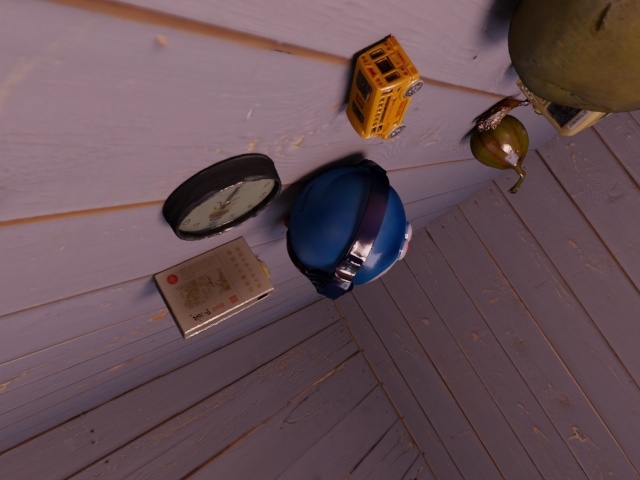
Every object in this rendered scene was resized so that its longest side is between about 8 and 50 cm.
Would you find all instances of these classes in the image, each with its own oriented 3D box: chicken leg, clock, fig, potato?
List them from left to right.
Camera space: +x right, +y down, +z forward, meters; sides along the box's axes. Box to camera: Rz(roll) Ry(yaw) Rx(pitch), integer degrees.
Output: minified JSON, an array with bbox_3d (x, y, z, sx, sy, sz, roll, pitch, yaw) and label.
[{"bbox_3d":[-0.142,-0.059,0.690,0.184,0.040,0.184,-30,170,-6],"label":"clock"},{"bbox_3d":[0.484,-0.242,1.218,0.142,0.186,0.148,0,143,-39],"label":"fig"},{"bbox_3d":[0.452,-0.318,1.137,0.145,0.037,0.062,-35,134,11],"label":"chicken leg"},{"bbox_3d":[0.381,-0.284,0.563,0.221,0.243,0.326,-54,178,-8],"label":"potato"}]

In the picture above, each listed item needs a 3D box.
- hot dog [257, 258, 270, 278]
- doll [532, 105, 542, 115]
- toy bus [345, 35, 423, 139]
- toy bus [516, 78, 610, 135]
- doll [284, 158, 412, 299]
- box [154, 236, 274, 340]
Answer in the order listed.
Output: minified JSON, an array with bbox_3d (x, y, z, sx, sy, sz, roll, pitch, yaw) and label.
[{"bbox_3d":[-0.256,0.146,1.218,0.286,0.088,0.061,-37,-155,18],"label":"hot dog"},{"bbox_3d":[0.647,-0.402,1.149,0.143,0.135,0.221,-62,176,-23],"label":"doll"},{"bbox_3d":[0.079,-0.190,0.619,0.074,0.069,0.162,-29,168,-9],"label":"toy bus"},{"bbox_3d":[0.578,-0.363,0.858,0.365,0.202,0.177,-30,169,-5],"label":"toy bus"},{"bbox_3d":[0.044,-0.017,0.922,0.310,0.240,0.284,-21,-134,67],"label":"doll"},{"bbox_3d":[-0.215,0.094,0.936,0.201,0.141,0.058,-27,164,-27],"label":"box"}]
